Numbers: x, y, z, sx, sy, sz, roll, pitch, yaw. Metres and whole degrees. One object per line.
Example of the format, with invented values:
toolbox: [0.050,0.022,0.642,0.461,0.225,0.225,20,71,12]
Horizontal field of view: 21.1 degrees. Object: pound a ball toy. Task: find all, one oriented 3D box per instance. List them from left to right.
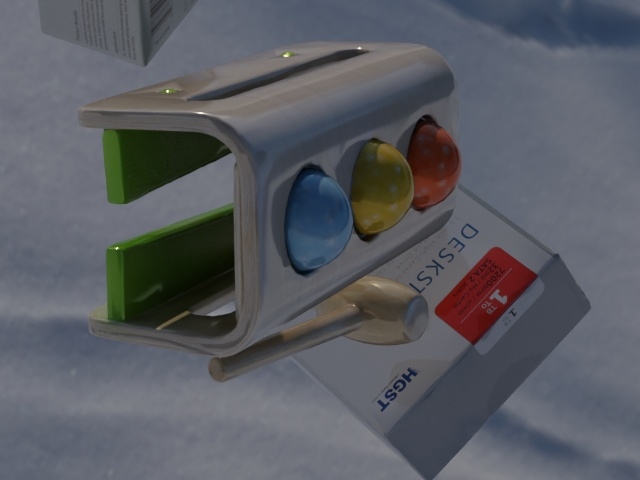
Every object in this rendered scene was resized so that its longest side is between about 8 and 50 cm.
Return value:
pound a ball toy: [0.000,0.000,1.004,0.136,0.208,0.319,6,15,26]

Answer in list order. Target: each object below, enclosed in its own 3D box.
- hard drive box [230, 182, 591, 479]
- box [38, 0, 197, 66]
hard drive box: [0.054,0.037,1.292,0.232,0.181,0.089,38,-8,38]
box: [-0.138,-0.197,1.190,0.087,0.101,0.102,19,50,14]
